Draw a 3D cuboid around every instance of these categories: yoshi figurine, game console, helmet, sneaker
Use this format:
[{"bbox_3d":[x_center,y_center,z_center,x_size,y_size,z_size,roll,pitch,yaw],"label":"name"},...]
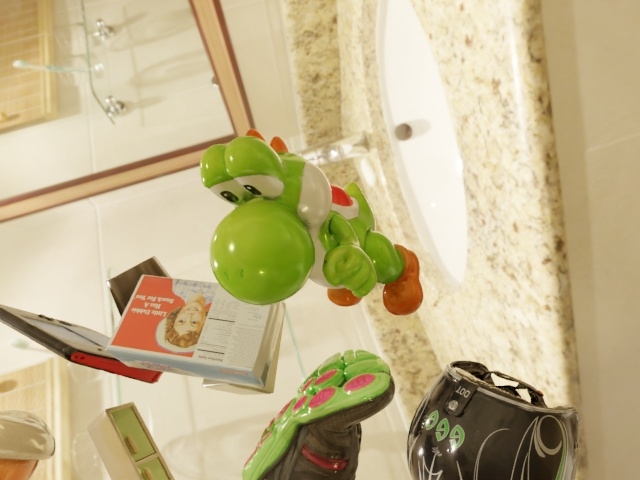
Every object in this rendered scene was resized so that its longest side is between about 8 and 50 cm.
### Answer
[{"bbox_3d":[-0.012,0.025,0.555,0.362,0.203,0.203,35,-164,-48],"label":"yoshi figurine"},{"bbox_3d":[-0.636,0.271,1.194,0.060,0.386,0.342,-66,-29,-19],"label":"game console"},{"bbox_3d":[0.171,0.222,0.461,0.169,0.169,0.162,-150,75,-83],"label":"helmet"},{"bbox_3d":[0.017,0.401,0.931,0.202,0.483,0.185,35,-146,0],"label":"sneaker"}]

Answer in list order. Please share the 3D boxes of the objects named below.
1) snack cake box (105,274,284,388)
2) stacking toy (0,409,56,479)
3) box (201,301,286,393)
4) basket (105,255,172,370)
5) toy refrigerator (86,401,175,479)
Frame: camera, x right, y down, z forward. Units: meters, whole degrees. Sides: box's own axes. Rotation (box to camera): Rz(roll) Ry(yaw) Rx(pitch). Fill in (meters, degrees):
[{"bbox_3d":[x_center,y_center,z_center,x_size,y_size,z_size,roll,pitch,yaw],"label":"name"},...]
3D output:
[{"bbox_3d":[-0.212,0.157,0.789,0.089,0.264,0.152,78,-159,-55],"label":"snack cake box"},{"bbox_3d":[-0.531,0.404,0.449,0.351,0.350,0.480,83,-168,-62],"label":"stacking toy"},{"bbox_3d":[-0.192,0.263,1.138,0.148,0.126,0.232,-23,52,46],"label":"box"},{"bbox_3d":[-0.411,0.166,1.103,0.227,0.154,0.204,62,-150,-9],"label":"basket"},{"bbox_3d":[-0.495,0.571,1.184,0.269,0.094,0.102,51,-166,21],"label":"toy refrigerator"}]
